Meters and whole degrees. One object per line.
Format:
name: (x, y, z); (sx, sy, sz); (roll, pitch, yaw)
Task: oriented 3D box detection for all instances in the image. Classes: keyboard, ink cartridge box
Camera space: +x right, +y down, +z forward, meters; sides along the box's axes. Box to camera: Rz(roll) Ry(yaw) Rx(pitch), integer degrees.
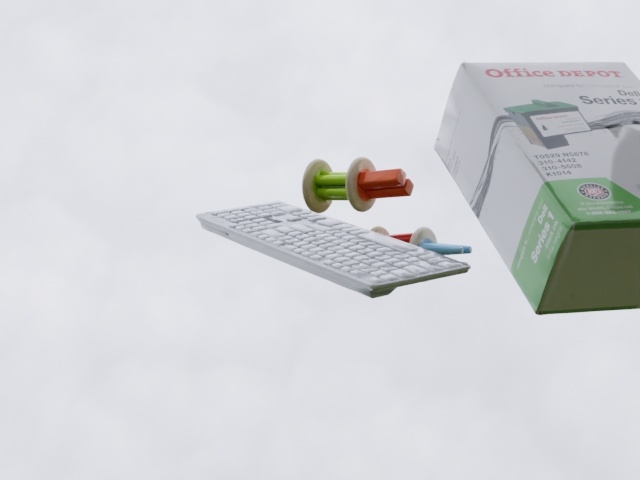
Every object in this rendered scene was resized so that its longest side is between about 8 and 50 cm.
keyboard: (0.000, 0.000, 0.970); (0.072, 0.256, 0.014); (-17, -72, -26)
ink cartridge box: (0.204, -0.048, 1.112); (0.160, 0.219, 0.092); (-3, -51, -20)

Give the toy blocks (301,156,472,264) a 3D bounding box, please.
toy blocks: (0.065, -0.020, 1.337); (0.148, 0.054, 0.123); (1, -65, 32)
